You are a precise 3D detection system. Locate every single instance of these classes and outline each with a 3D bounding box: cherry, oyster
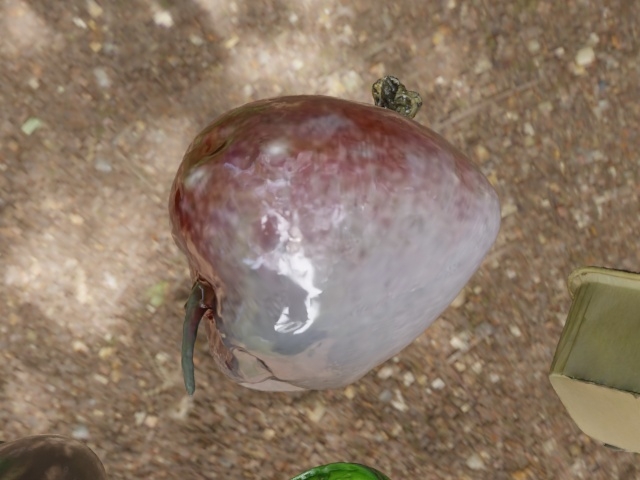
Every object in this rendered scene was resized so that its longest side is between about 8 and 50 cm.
[{"bbox_3d":[0.000,0.012,1.390,0.291,0.335,0.326,-122,42,-56],"label":"cherry"},{"bbox_3d":[0.090,-0.168,1.596,0.019,0.083,0.054,12,74,54],"label":"oyster"}]

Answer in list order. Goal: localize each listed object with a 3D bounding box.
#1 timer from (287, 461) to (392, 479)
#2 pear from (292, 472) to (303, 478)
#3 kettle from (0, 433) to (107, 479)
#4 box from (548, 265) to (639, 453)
[{"bbox_3d":[-0.003,0.179,0.663,0.128,0.047,0.140,-27,40,-2],"label":"timer"},{"bbox_3d":[0.022,0.314,1.229,0.200,0.200,0.200,-7,67,17],"label":"pear"},{"bbox_3d":[-0.311,0.344,1.518,0.268,0.290,0.207,35,108,0],"label":"kettle"},{"bbox_3d":[0.210,0.069,0.737,0.177,0.111,0.111,12,72,48],"label":"box"}]
